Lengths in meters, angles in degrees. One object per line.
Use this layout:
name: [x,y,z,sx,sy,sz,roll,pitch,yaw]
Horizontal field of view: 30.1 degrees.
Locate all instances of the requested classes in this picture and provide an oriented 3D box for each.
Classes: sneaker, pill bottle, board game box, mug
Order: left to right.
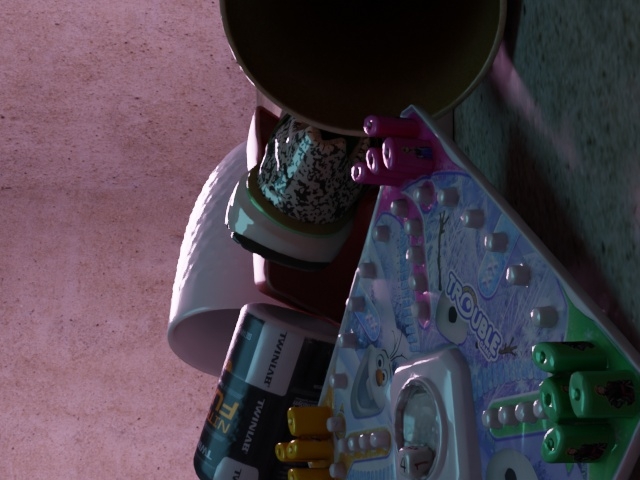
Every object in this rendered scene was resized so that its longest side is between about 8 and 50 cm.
pill bottle: [-0.059,0.201,1.292,0.130,0.130,0.246,-135,63,-80]
mug: [-0.052,-0.001,1.772,0.374,0.276,0.328,-43,35,53]
sneaker: [0.033,-0.137,1.331,0.182,0.158,0.410,-60,5,37]
board game box: [0.076,0.148,0.926,0.390,0.050,0.390,-120,39,-52]

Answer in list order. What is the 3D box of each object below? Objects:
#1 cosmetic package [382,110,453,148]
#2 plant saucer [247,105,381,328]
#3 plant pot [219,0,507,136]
cosmetic package: [0.099,-0.086,1.244,0.099,0.060,0.239,-152,61,-83]
plant saucer: [0.000,0.000,1.440,0.048,0.258,0.259,-28,51,30]
plant pot: [0.049,-0.258,1.078,0.254,0.237,0.237,-77,-8,-56]
